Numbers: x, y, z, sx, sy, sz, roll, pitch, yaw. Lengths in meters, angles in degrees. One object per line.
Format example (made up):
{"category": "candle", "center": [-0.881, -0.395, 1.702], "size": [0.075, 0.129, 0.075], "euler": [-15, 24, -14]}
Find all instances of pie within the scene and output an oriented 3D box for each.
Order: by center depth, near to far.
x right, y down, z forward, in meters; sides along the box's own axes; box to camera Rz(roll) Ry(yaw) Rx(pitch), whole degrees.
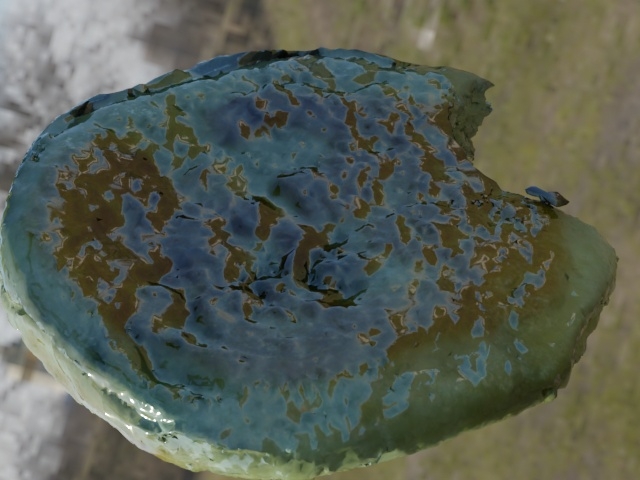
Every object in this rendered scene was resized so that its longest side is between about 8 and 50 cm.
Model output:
{"category": "pie", "center": [-0.007, 0.002, 0.940], "size": [0.302, 0.302, 0.067], "euler": [-77, -4, -47]}
